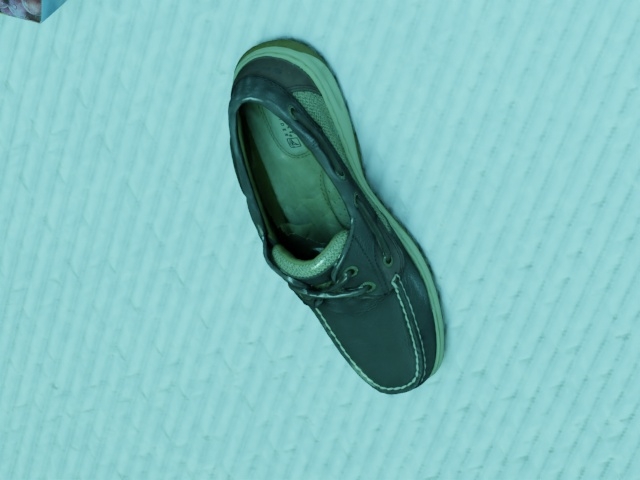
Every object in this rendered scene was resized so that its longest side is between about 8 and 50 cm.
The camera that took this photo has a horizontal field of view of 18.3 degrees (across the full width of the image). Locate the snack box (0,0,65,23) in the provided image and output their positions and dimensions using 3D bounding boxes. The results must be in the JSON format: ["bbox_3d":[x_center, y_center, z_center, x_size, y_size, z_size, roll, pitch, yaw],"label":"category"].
[{"bbox_3d":[-0.229,-0.228,1.085,0.207,0.070,0.174,15,123,15],"label":"snack box"}]

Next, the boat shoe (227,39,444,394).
[{"bbox_3d":[0.001,-0.001,1.119,0.080,0.073,0.223,-12,113,28],"label":"boat shoe"}]
